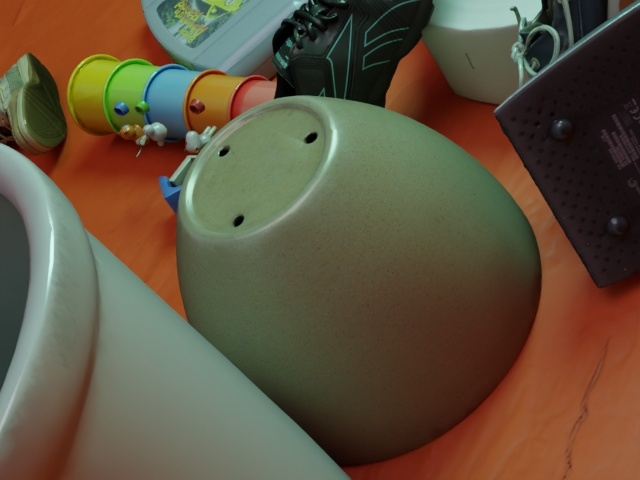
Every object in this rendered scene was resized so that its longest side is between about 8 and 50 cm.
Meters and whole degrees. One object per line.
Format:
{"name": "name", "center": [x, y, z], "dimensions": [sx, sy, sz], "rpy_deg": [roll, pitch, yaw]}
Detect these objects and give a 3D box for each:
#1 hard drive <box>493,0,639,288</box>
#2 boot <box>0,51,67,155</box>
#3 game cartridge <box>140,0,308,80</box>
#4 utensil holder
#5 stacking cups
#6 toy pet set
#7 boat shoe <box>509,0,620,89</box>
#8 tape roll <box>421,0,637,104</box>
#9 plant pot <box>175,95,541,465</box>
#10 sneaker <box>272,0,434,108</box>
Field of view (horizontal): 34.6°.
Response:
{"name": "hard drive", "center": [0.260, -0.098, 0.701], "dimensions": [0.255, 0.172, 0.054], "rpy_deg": [-32, 18, 8]}
{"name": "boot", "center": [-0.407, -0.136, 1.288], "dimensions": [0.165, 0.077, 0.213], "rpy_deg": [-34, 37, 7]}
{"name": "game cartridge", "center": [-0.103, -0.280, 1.207], "dimensions": [0.196, 0.060, 0.294], "rpy_deg": [-44, 41, 2]}
{"name": "utensil holder", "center": [-0.156, 0.187, 0.593], "dimensions": [0.328, 0.385, 0.327], "rpy_deg": [-21, 45, 22]}
{"name": "stacking cups", "center": [-0.137, -0.136, 1.090], "dimensions": [0.316, 0.096, 0.096], "rpy_deg": [15, 65, 38]}
{"name": "toy pet set", "center": [-0.152, -0.076, 1.019], "dimensions": [0.122, 0.114, 0.065], "rpy_deg": [3, 48, 39]}
{"name": "boat shoe", "center": [0.180, -0.157, 0.753], "dimensions": [0.079, 0.254, 0.095], "rpy_deg": [-2, 25, 4]}
{"name": "tape roll", "center": [0.209, -0.256, 0.918], "dimensions": [0.286, 0.100, 0.286], "rpy_deg": [-19, 46, 22]}
{"name": "plant pot", "center": [0.000, 0.000, 0.784], "dimensions": [0.284, 0.191, 0.284], "rpy_deg": [-20, 45, 22]}
{"name": "sneaker", "center": [0.022, -0.176, 0.882], "dimensions": [0.101, 0.106, 0.267], "rpy_deg": [-120, 42, -55]}
